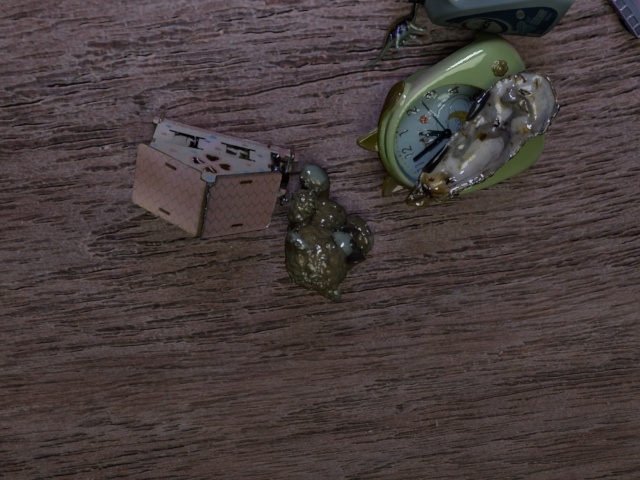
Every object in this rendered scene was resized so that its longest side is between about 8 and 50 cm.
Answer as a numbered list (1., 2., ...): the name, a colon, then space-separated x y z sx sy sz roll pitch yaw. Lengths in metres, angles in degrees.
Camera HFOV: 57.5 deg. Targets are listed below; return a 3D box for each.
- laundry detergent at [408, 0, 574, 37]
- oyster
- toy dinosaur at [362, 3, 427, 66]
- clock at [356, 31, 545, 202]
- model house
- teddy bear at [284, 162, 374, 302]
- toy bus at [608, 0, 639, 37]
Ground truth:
1. laundry detergent: 0.273 -0.431 1.003 0.280 0.215 0.105 10 93 1
2. oyster: 0.294 -0.181 1.106 0.128 0.078 0.345 44 113 -5
3. toy dinosaur: 0.156 -0.392 1.118 0.058 0.037 0.180 41 105 0
4. clock: 0.254 -0.226 1.180 0.348 0.117 0.286 -24 121 11
5. model house: -0.206 -0.105 1.143 0.326 0.244 0.169 13 117 -14
6. teddy bear: 0.000 0.000 1.220 0.156 0.256 0.267 -29 119 18
7. toy bus: 0.594 -0.447 1.119 0.130 0.037 0.052 39 113 -24
